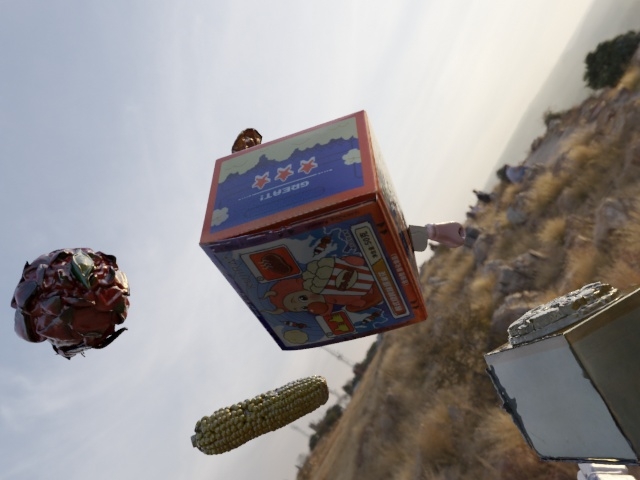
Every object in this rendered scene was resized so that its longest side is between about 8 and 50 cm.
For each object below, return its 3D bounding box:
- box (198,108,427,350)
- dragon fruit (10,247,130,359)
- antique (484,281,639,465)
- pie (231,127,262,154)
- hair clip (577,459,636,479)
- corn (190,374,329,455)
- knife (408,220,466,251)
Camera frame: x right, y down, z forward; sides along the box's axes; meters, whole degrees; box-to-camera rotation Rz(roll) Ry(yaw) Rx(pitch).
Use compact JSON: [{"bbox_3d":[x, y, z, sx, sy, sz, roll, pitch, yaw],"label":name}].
[{"bbox_3d":[0.000,0.000,1.001,0.257,0.319,0.348,-90,-20,-44],"label":"box"},{"bbox_3d":[-0.520,0.143,1.084,0.293,0.234,0.234,-62,-12,22],"label":"dragon fruit"},{"bbox_3d":[0.275,0.128,0.533,0.152,0.148,0.146,-21,-13,-22],"label":"antique"},{"bbox_3d":[-0.171,-0.192,1.190,0.092,0.034,0.170,48,-132,-56],"label":"pie"},{"bbox_3d":[0.492,0.447,0.857,0.331,0.085,0.101,-44,-52,-78],"label":"hair clip"},{"bbox_3d":[-0.130,0.379,1.144,0.320,0.097,0.097,-21,-21,-6],"label":"corn"},{"bbox_3d":[0.241,-0.010,1.275,0.336,0.081,0.043,0,-15,-38],"label":"knife"}]
